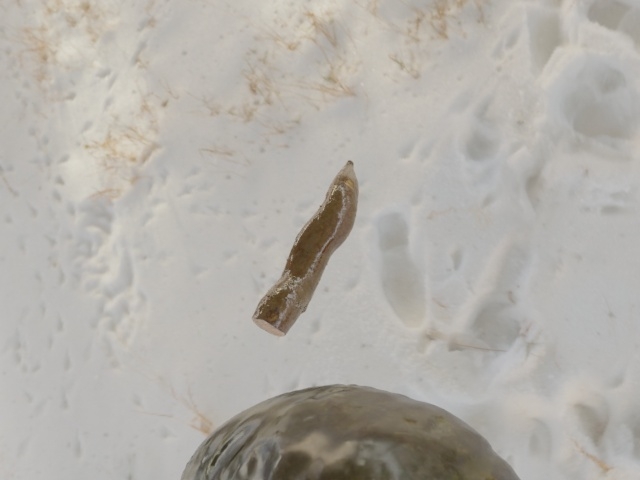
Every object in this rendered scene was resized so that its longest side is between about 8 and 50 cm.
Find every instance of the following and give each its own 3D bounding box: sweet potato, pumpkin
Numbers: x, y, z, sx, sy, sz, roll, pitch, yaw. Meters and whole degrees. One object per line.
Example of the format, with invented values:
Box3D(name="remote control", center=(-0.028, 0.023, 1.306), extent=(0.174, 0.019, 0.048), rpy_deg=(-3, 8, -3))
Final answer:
Box3D(name="sweet potato", center=(0.000, 0.000, 0.962), extent=(0.059, 0.067, 0.281), rpy_deg=(28, 69, 5))
Box3D(name="pumpkin", center=(0.016, 0.223, 0.477), extent=(0.242, 0.232, 0.325), rpy_deg=(-34, 53, -31))

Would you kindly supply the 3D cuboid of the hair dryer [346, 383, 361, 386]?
Box3D(name="hair dryer", center=(-0.001, 0.329, 1.043), extent=(0.131, 0.073, 0.236), rpy_deg=(-39, 22, 39))
